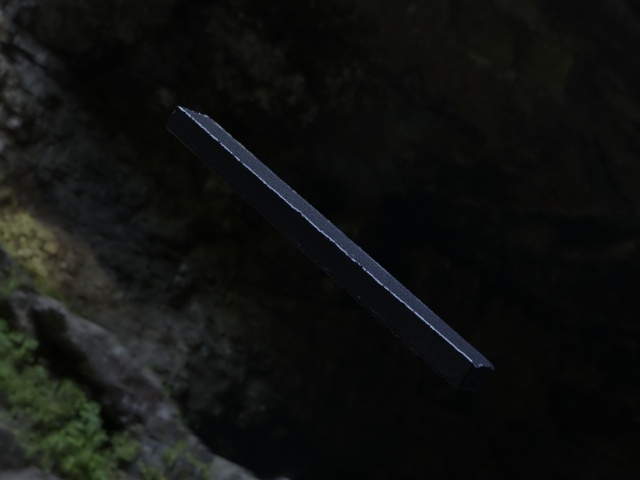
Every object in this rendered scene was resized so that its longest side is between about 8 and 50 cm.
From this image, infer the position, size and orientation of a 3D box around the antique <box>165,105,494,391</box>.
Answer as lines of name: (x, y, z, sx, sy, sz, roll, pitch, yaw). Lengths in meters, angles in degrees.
antique: (0.000, 0.000, 0.577, 0.192, 0.015, 0.031, 41, 12, 25)
